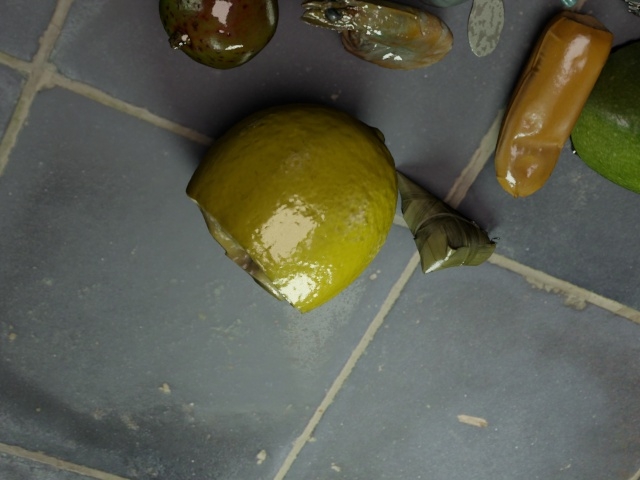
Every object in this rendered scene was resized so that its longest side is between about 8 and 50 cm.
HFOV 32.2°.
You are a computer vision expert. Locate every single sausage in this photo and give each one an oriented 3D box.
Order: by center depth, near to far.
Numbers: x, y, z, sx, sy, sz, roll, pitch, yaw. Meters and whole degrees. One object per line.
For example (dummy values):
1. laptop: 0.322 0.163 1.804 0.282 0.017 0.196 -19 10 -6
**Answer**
1. sausage: 0.405 -0.239 2.003 0.134 0.116 0.354 4 123 -29

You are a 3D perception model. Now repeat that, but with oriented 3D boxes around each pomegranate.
1. pomegranate: -0.137 -0.375 1.792 0.246 0.198 0.198 -4 123 -29

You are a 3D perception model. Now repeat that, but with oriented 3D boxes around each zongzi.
1. zongzi: 0.237 -0.042 2.128 0.094 0.204 0.205 -39 158 33

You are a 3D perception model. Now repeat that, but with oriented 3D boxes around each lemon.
1. lemon: -0.027 -0.081 1.904 0.364 0.364 0.364 -4 121 -7

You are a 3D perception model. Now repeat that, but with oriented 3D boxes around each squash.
1. squash: 0.634 -0.173 1.966 0.310 0.309 0.310 -5 122 -8

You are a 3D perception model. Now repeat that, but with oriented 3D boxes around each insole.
1. insole: 0.291 -0.415 1.941 0.065 0.006 0.193 -6 120 -6

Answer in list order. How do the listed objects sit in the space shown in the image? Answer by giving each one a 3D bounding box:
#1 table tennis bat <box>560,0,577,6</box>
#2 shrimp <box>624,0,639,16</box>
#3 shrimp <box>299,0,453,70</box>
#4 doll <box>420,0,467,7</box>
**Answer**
1. table tennis bat: 0.481 -0.497 1.873 0.149 0.038 0.237 37 89 -37
2. shrimp: 0.688 -0.434 1.969 0.317 0.062 0.164 4 115 -16
3. shrimp: 0.085 -0.346 1.856 0.317 0.077 0.168 10 154 -34
4. doll: 0.128 -0.476 1.783 0.340 0.158 0.246 2 159 -19
